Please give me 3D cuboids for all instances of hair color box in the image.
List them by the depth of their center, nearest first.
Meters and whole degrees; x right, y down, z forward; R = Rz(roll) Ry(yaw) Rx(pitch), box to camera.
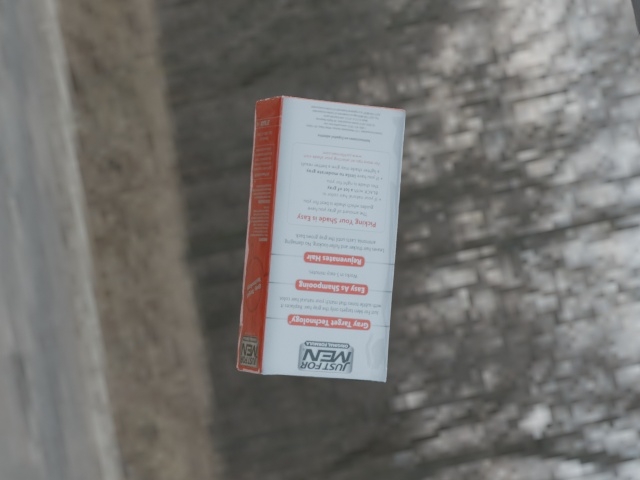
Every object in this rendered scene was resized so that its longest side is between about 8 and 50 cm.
[{"bbox_3d":[0.000,0.000,1.020,0.043,0.072,0.141,178,-83,-69],"label":"hair color box"}]

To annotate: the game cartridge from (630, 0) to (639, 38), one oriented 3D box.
[{"bbox_3d":[0.239,-0.223,1.148,0.198,0.062,0.297,-16,-95,60],"label":"game cartridge"}]
